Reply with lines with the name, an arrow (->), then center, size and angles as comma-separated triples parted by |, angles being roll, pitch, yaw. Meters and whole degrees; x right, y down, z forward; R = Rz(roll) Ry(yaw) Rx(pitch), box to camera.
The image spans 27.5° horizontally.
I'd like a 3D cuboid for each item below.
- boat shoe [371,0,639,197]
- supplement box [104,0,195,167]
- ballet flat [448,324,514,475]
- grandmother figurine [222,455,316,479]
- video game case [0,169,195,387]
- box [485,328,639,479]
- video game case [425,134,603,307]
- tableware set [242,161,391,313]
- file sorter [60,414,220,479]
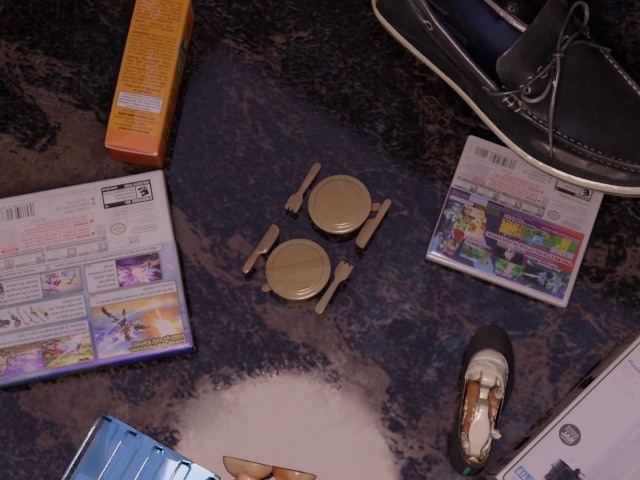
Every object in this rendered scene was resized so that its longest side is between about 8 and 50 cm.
boat shoe -> 0.283, -0.236, 1.742 | 0.500, 0.156, 0.187 | 39, 71, 6
supplement box -> -0.230, -0.222, 1.777 | 0.080, 0.078, 0.233 | 9, 79, 1
ballet flat -> 0.214, 0.206, 1.701 | 0.074, 0.074, 0.203 | 14, 79, 2
grandmother figurine -> -0.085, 0.454, 1.636 | 0.208, 0.104, 0.342 | 14, 81, -12
video game case -> -0.318, 0.052, 1.728 | 0.270, 0.061, 0.244 | -10, 78, -3
box -> 0.376, 0.264, 1.683 | 0.290, 0.087, 0.169 | -41, 82, -8
video game case -> 0.266, -0.026, 1.773 | 0.201, 0.023, 0.183 | 20, 79, 2
tableware set -> 0.000, 0.000, 1.757 | 0.128, 0.039, 0.194 | 29, 74, 17
file sorter -> -0.232, 0.310, 1.657 | 0.170, 0.104, 0.118 | 29, 79, 5
